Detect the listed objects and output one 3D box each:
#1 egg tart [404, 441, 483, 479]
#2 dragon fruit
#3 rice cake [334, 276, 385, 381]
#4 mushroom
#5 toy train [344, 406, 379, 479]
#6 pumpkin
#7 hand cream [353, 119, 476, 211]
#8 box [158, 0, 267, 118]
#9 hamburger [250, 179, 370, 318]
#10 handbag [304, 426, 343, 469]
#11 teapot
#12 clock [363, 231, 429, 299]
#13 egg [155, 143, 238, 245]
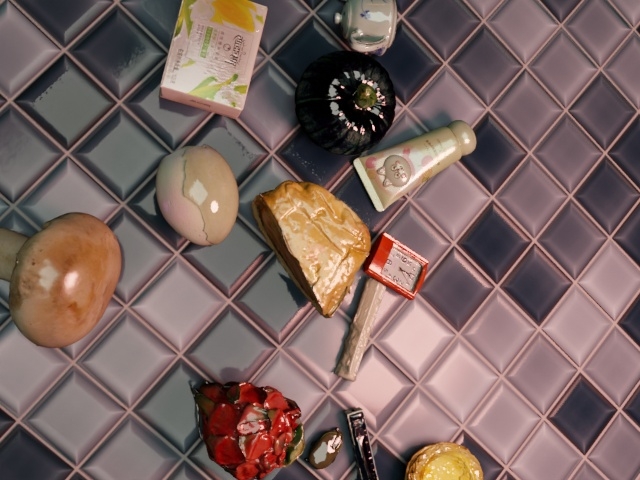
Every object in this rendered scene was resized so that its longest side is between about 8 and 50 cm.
[{"bbox_3d":[0.298,0.596,1.696,0.212,0.090,0.213,0,90,-15],"label":"egg tart"},{"bbox_3d":[-0.171,0.405,1.540,0.293,0.234,0.234,35,77,26],"label":"dragon fruit"},{"bbox_3d":[0.099,0.217,1.683,0.057,0.052,0.256,18,83,13],"label":"rice cake"},{"bbox_3d":[-0.577,0.065,1.418,0.289,0.292,0.293,18,83,4],"label":"mushroom"},{"bbox_3d":[0.103,0.514,1.671,0.043,0.047,0.208,-13,92,-14],"label":"toy train"},{"bbox_3d":[0.072,-0.323,1.601,0.247,0.248,0.248,1,87,-14],"label":"pumpkin"},{"bbox_3d":[0.245,-0.204,1.729,0.305,0.093,0.147,-28,95,-5],"label":"hand cream"},{"bbox_3d":[-0.250,-0.438,1.592,0.194,0.111,0.261,13,82,-14],"label":"box"},{"bbox_3d":[0.003,-0.001,1.611,0.208,0.162,0.330,-31,93,-16],"label":"hamburger"},{"bbox_3d":[0.016,0.501,1.648,0.072,0.047,0.111,39,79,-4],"label":"handbag"},{"bbox_3d":[0.102,-0.531,1.662,0.158,0.159,0.232,6,48,-14],"label":"teapot"},{"bbox_3d":[0.187,0.068,1.705,0.155,0.061,0.113,32,68,-15],"label":"clock"},{"bbox_3d":[-0.270,-0.094,1.530,0.183,0.183,0.217,-17,82,-14],"label":"egg"}]
